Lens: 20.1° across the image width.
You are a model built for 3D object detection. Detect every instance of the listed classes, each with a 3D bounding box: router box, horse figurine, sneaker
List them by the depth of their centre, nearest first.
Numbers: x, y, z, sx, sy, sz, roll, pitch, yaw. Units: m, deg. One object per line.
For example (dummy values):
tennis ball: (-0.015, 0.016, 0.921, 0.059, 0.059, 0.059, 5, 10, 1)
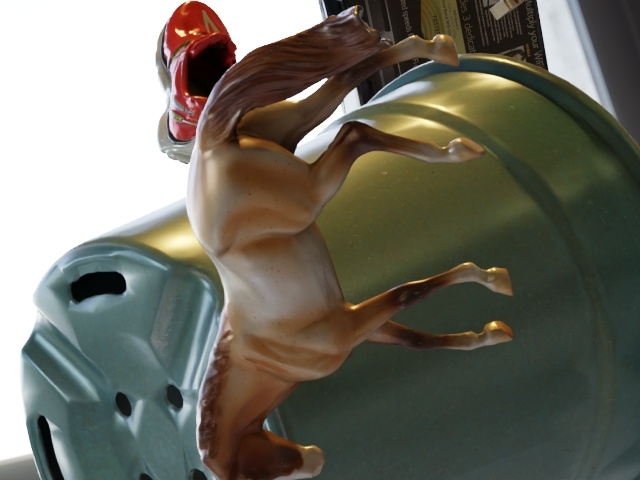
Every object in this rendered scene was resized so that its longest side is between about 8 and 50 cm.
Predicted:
horse figurine: (0.000, 0.000, 0.886, 0.174, 0.066, 0.263, -14, -56, -1)
router box: (0.129, -0.259, 2.095, 0.242, 0.309, 0.081, -18, 20, -18)
sneaker: (-0.131, -0.206, 2.137, 0.107, 0.279, 0.118, 11, -50, -17)

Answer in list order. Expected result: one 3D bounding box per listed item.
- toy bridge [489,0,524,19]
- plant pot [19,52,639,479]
toy bridge: (0.158, -0.326, 1.897, 0.026, 0.188, 0.063, -30, -2, -28)
plant pot: (0.014, 0.078, 1.153, 0.334, 0.341, 0.341, -20, -10, -43)
